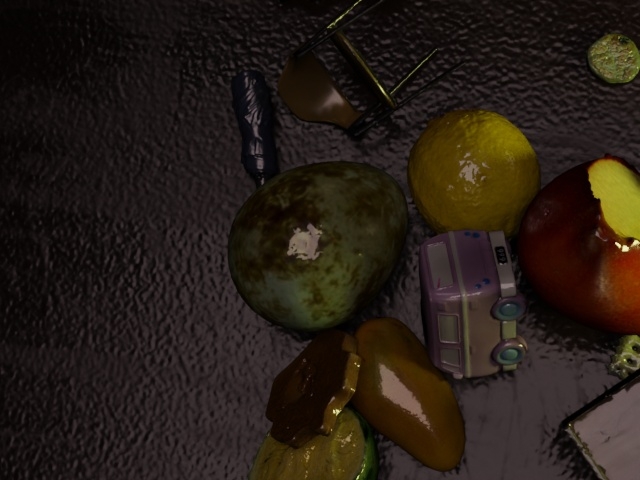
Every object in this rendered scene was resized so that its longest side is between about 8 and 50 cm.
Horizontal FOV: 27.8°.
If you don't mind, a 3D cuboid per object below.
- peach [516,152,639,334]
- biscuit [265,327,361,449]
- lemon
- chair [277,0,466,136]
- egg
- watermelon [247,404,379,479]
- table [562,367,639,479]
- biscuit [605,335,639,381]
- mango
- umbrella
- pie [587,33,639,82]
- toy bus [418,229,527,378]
[{"bbox_3d":[0.392,0.030,1.810,0.201,0.362,0.257,-41,73,24],"label":"peach"},{"bbox_3d":[-0.006,0.222,1.865,0.034,0.215,0.182,37,105,-22],"label":"biscuit"},{"bbox_3d":[0.228,-0.091,1.916,0.192,0.192,0.231,-28,73,1],"label":"lemon"},{"bbox_3d":[0.062,-0.270,1.978,0.247,0.172,0.158,-39,111,-1],"label":"chair"},{"bbox_3d":[0.000,0.000,1.905,0.289,0.238,0.238,-42,77,-19],"label":"egg"},{"bbox_3d":[-0.001,0.350,1.879,0.204,0.127,0.232,-5,54,38],"label":"watermelon"},{"bbox_3d":[0.454,0.281,1.802,0.169,0.193,0.172,-35,80,5],"label":"table"},{"bbox_3d":[0.510,0.163,1.921,0.144,0.016,0.203,24,82,10],"label":"biscuit"},{"bbox_3d":[0.121,0.231,1.903,0.138,0.113,0.253,-29,75,-15],"label":"mango"},{"bbox_3d":[-0.093,-0.146,2.034,0.071,0.071,0.248,-13,82,4],"label":"umbrella"},{"bbox_3d":[0.458,-0.282,2.013,0.085,0.017,0.085,-1,78,5],"label":"pie"},{"bbox_3d":[0.217,0.095,1.866,0.142,0.202,0.142,-9,44,0],"label":"toy bus"}]
